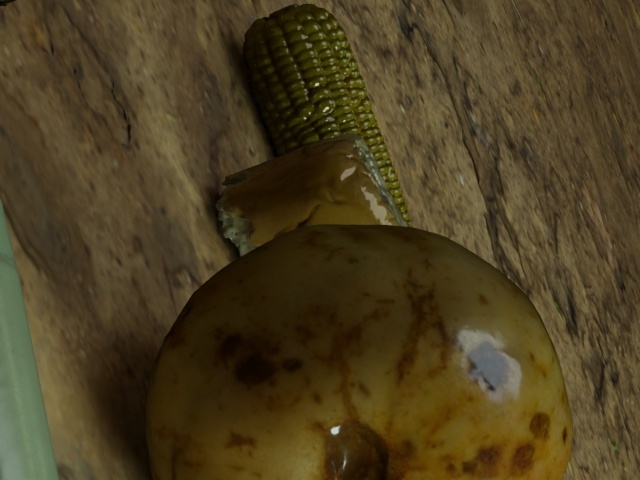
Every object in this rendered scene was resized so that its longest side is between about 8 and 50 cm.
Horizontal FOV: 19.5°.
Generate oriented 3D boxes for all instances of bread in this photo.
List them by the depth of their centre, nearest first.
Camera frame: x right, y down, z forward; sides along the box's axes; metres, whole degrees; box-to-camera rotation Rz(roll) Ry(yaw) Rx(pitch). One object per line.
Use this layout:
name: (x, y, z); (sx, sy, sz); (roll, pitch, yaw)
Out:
bread: (0.001, 0.001, 1.150); (0.125, 0.106, 0.082); (64, 19, 0)

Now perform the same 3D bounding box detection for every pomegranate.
pomegranate: (0.018, 0.095, 0.951); (0.215, 0.215, 0.215); (53, 24, -35)

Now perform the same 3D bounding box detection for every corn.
corn: (0.012, -0.052, 1.283); (0.231, 0.080, 0.080); (69, 19, 5)

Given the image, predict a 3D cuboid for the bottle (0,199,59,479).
bottle: (-0.142, 0.079, 0.734); (0.072, 0.072, 0.202); (30, 40, -60)

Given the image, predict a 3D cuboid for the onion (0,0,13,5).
onion: (-0.170, -0.168, 0.890); (0.117, 0.118, 0.119); (21, 48, -69)
